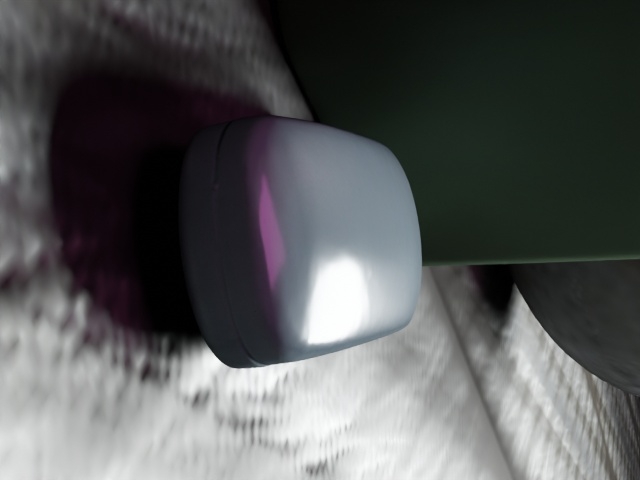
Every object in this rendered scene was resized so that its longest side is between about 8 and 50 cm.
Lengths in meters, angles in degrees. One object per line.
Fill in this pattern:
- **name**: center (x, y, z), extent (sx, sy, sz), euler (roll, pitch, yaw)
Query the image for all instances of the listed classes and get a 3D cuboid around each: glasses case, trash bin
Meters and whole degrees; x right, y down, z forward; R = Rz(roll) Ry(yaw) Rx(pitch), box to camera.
- **glasses case**: center (0.000, 0.000, 0.390), extent (0.178, 0.045, 0.067), euler (-1, 84, -73)
- **trash bin**: center (0.174, -0.098, 0.499), extent (0.223, 0.344, 0.158), euler (63, 24, -53)

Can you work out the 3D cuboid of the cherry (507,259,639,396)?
- **cherry**: center (0.279, -0.027, 0.939), extent (0.335, 0.292, 0.326), euler (80, -9, -71)
